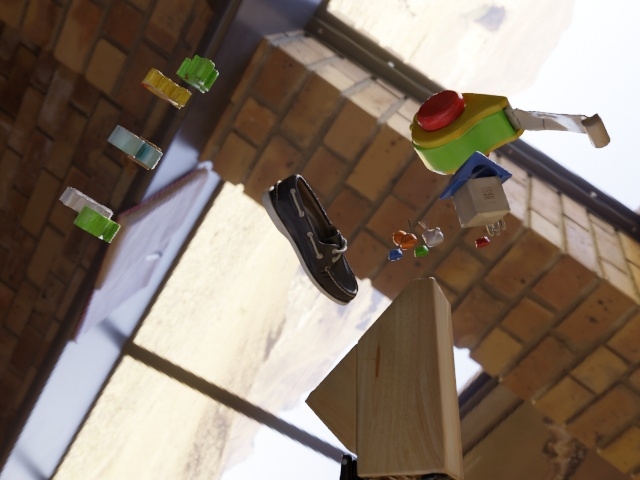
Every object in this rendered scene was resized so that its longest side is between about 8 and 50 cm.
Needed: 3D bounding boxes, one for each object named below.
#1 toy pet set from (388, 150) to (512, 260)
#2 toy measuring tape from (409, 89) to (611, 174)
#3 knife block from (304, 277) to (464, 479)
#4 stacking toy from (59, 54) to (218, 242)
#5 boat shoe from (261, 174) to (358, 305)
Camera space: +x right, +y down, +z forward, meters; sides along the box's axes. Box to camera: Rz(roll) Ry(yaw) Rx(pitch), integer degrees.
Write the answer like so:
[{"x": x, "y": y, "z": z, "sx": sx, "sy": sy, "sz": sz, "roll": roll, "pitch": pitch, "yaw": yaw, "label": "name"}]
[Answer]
[{"x": 0.136, "y": -0.036, "z": 0.651, "sx": 0.122, "sy": 0.065, "sz": 0.114, "roll": -7, "pitch": 160, "yaw": -19, "label": "toy pet set"}, {"x": 0.214, "y": -0.133, "z": 0.834, "sx": 0.121, "sy": 0.121, "sz": 0.330, "roll": -54, "pitch": -149, "yaw": -3, "label": "toy measuring tape"}, {"x": 0.113, "y": 0.212, "z": 0.677, "sx": 0.275, "sy": 0.242, "sz": 0.088, "roll": -47, "pitch": 145, "yaw": -5, "label": "knife block"}, {"x": -0.174, "y": -0.089, "z": 0.580, "sx": 0.167, "sy": 0.052, "sz": 0.221, "roll": -58, "pitch": -159, "yaw": -5, "label": "stacking toy"}, {"x": 0.000, "y": 0.000, "z": 0.541, "sx": 0.038, "sy": 0.125, "sz": 0.046, "roll": -28, "pitch": -169, "yaw": 28, "label": "boat shoe"}]
